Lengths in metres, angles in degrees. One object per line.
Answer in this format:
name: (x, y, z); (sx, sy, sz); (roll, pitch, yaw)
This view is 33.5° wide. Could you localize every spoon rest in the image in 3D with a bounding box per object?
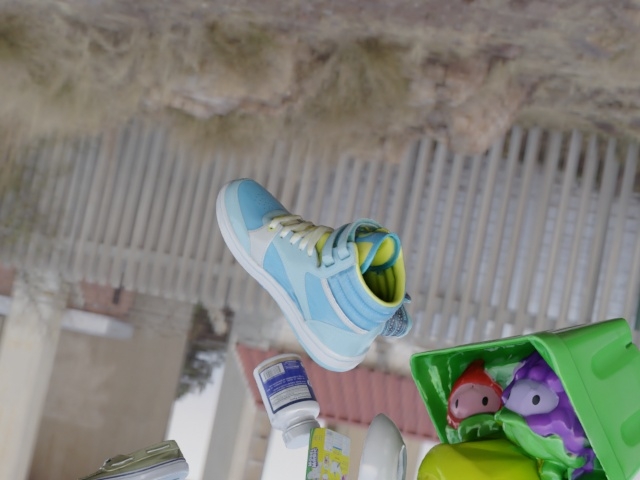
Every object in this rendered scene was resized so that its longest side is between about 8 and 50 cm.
spoon rest: (0.072, 0.380, 1.491); (0.084, 0.276, 0.137); (2, 180, 17)

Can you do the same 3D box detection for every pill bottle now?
pill bottle: (-0.065, 0.347, 2.287); (0.112, 0.186, 0.112); (-18, 154, -9)

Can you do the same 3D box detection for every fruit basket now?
fruit basket: (0.238, 0.280, 1.447); (0.392, 0.283, 0.392); (-23, 180, 0)

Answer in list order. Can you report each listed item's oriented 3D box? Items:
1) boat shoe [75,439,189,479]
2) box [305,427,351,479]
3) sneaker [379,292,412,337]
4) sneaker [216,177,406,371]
boat shoe: (-0.452, 0.537, 2.417); (0.302, 0.094, 0.109); (-11, 147, -25)
box: (0.014, 0.482, 2.172); (0.043, 0.179, 0.105); (-11, 153, 33)
sneaker: (0.095, 0.088, 1.940); (0.122, 0.110, 0.283); (25, -153, -20)
sneaker: (0.000, 0.000, 1.445); (0.127, 0.319, 0.208); (-26, 163, -46)
